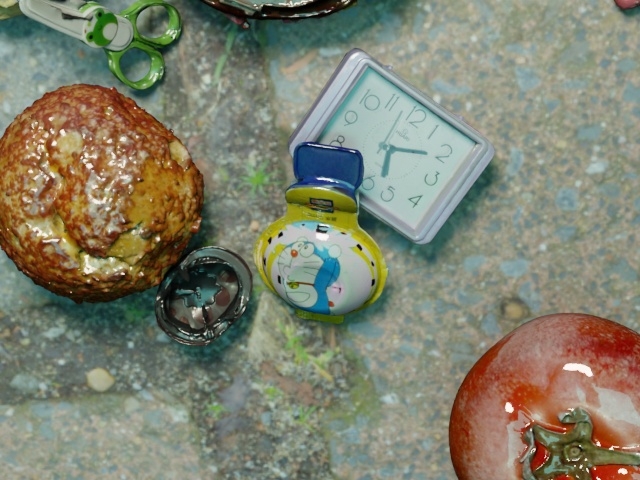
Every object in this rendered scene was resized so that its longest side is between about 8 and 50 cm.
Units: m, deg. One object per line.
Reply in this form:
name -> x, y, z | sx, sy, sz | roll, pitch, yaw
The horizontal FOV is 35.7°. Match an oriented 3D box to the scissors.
scissors -> -0.231, -0.220, 1.022 | 0.027, 0.204, 0.101 | 30, 103, 35

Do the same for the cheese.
cheese -> 0.000, 0.000, 1.096 | 0.156, 0.064, 0.250 | 8, 128, 8

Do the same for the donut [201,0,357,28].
donut -> -0.018, -0.363, 1.014 | 0.345, 0.136, 0.259 | -30, 104, 6

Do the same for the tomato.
tomato -> 0.283, 0.215, 1.102 | 0.270, 0.227, 0.270 | 0, 91, 15

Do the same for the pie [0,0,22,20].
pie -> -0.345, -0.388, 0.979 | 0.339, 0.083, 0.340 | 7, 107, 22

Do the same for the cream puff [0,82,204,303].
cream puff -> -0.245, -0.045, 1.062 | 0.240, 0.164, 0.240 | 0, 93, -4

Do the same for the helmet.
helmet -> -0.135, 0.057, 1.134 | 0.098, 0.070, 0.123 | 40, 92, -16

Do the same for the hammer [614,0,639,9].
hammer -> 0.362, -0.281, 1.087 | 0.083, 0.043, 0.043 | -18, 102, 1

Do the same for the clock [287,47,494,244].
clock -> 0.078, -0.105, 1.103 | 0.193, 0.073, 0.145 | 33, 100, -8
